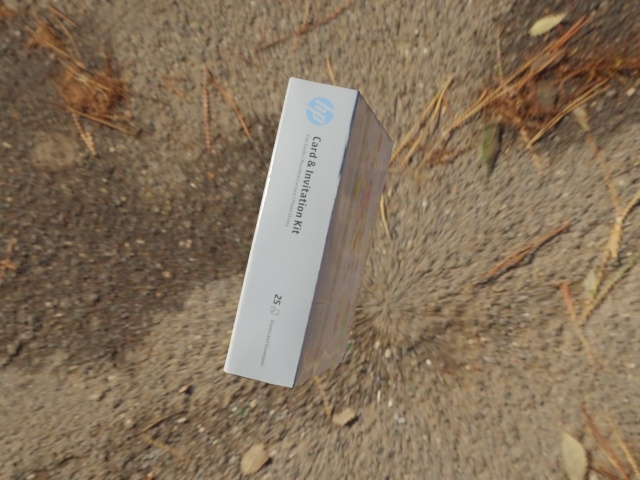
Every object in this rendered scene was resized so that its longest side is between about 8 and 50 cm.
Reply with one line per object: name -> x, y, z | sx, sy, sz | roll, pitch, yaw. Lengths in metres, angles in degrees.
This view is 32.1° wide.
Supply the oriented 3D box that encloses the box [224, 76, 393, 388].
box -> 0.000, 0.000, 0.609 | 0.038, 0.186, 0.145 | 13, 89, 8
